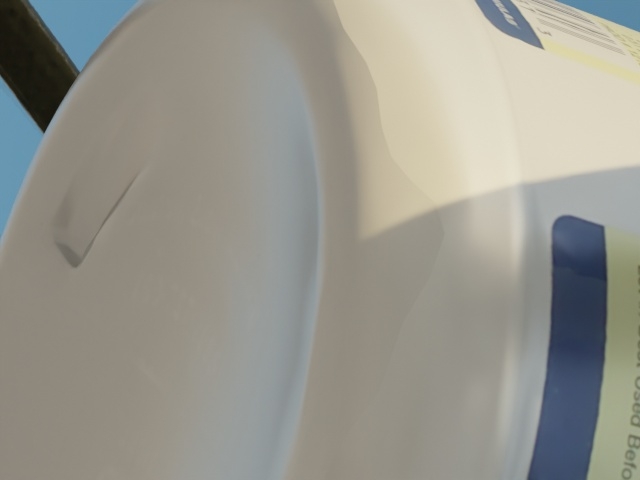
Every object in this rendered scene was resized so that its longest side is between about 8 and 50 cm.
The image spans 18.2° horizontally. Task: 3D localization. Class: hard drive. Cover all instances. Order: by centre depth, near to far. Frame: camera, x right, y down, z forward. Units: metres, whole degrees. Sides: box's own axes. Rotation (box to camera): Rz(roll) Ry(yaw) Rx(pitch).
[{"bbox_3d":[-0.119,-0.087,0.647,0.022,0.094,0.135,-38,-145,-7],"label":"hard drive"}]

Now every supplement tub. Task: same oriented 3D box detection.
[{"bbox_3d":[0.087,0.071,0.537,0.235,0.324,0.235,-35,-133,49],"label":"supplement tub"}]
